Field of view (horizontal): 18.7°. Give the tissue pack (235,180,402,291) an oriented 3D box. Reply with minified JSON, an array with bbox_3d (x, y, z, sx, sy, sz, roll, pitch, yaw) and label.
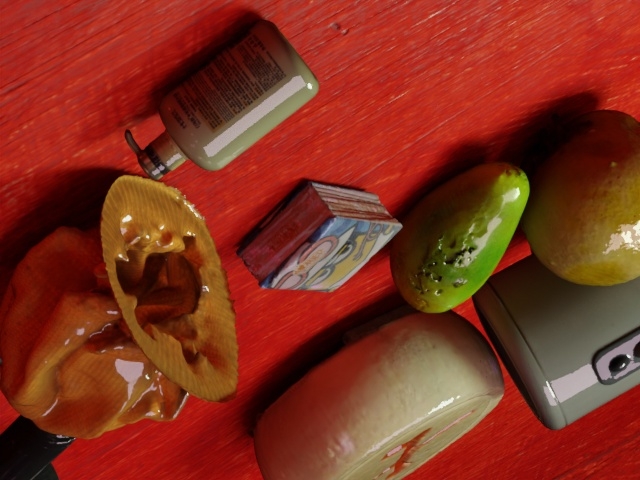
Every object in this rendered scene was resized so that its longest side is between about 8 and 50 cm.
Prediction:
[{"bbox_3d":[0.000,0.000,2.018,0.115,0.065,0.155,-45,159,19],"label":"tissue pack"}]

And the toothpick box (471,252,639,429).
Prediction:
[{"bbox_3d":[0.370,0.080,2.392,0.316,0.229,0.229,-29,160,0],"label":"toothpick box"}]

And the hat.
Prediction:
[{"bbox_3d":[-0.224,0.077,1.725,0.233,0.244,0.233,-22,126,17],"label":"hat"}]

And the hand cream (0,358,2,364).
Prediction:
[{"bbox_3d":[-0.236,0.110,1.918,0.075,0.052,0.248,-61,152,0],"label":"hand cream"}]

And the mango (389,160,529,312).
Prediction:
[{"bbox_3d":[0.155,-0.008,2.193,0.125,0.111,0.233,-24,156,-42],"label":"mango"}]

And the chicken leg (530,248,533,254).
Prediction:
[{"bbox_3d":[0.351,-0.036,2.498,0.101,0.085,0.207,19,122,-25],"label":"chicken leg"}]

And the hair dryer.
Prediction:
[{"bbox_3d":[-0.290,0.218,1.889,0.189,0.107,0.352,-21,166,-44],"label":"hair dryer"}]

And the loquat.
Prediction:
[{"bbox_3d":[0.315,-0.047,2.243,0.213,0.213,0.213,-32,160,-13],"label":"loquat"}]

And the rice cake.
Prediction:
[{"bbox_3d":[0.079,0.106,2.447,0.121,0.022,0.021,-23,157,-33],"label":"rice cake"}]

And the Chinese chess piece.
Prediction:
[{"bbox_3d":[0.073,0.220,2.476,0.338,0.140,0.338,-31,166,-9],"label":"Chinese chess piece"}]

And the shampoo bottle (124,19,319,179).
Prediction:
[{"bbox_3d":[-0.084,-0.108,1.617,0.162,0.079,0.079,-38,160,4],"label":"shampoo bottle"}]
